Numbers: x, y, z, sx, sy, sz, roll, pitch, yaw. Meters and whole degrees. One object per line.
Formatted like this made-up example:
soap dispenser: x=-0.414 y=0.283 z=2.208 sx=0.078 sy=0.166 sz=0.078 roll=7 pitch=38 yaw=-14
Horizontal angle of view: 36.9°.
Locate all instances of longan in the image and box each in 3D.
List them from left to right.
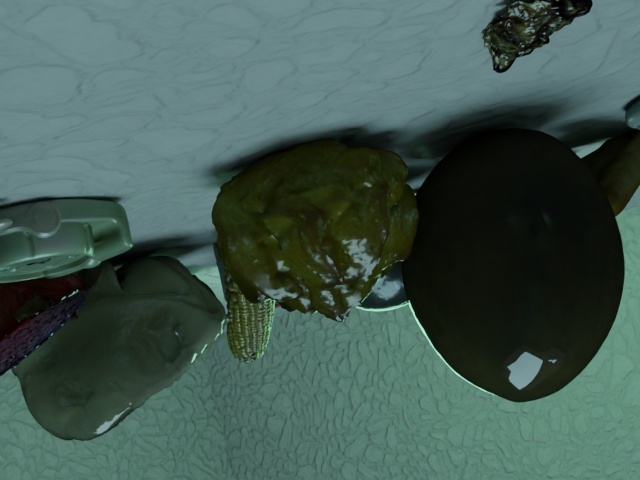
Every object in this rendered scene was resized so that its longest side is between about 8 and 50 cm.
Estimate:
longan: x=0.236 y=0.025 z=1.176 sx=0.288 sy=0.350 sz=0.288 roll=0 pitch=139 yaw=0

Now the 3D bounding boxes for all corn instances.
corn: x=-0.110 y=0.078 z=1.478 sx=0.086 sy=0.086 sz=0.288 roll=-11 pitch=136 yaw=-18

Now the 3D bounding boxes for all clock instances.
clock: x=-0.315 y=0.003 z=1.044 sx=0.151 sy=0.062 sz=0.191 roll=-19 pitch=170 yaw=33

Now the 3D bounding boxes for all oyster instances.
oyster: x=0.176 y=-0.171 z=0.777 sx=0.086 sy=0.029 sz=0.132 roll=-15 pitch=171 yaw=7

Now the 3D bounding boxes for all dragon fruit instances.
dragon fruit: x=-0.416 y=0.079 z=1.195 sx=0.218 sy=0.148 sz=0.224 roll=-40 pitch=176 yaw=8

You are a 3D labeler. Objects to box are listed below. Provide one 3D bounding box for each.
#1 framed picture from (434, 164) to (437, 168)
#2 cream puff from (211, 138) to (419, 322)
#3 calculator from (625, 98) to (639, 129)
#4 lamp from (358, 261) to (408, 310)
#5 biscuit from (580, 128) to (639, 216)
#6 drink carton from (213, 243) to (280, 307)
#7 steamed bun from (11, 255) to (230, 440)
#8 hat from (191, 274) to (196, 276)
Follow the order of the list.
framed picture: x=0.218 y=0.000 z=1.449 sx=0.019 sy=0.209 sz=0.281 roll=-5 pitch=178 yaw=21
cream puff: x=-0.005 y=-0.016 z=1.096 sx=0.244 sy=0.196 sz=0.244 roll=0 pitch=144 yaw=0
calculator: x=0.506 y=-0.193 z=1.190 sx=0.184 sy=0.042 sz=0.295 roll=-10 pitch=174 yaw=-25
lamp: x=0.026 y=0.001 z=1.345 sx=0.313 sy=0.182 sz=0.182 roll=10 pitch=161 yaw=-30
biscuit: x=0.375 y=-0.074 z=1.424 sx=0.236 sy=0.062 sz=0.290 roll=-22 pitch=-169 yaw=37
drink carton: x=-0.111 y=0.064 z=1.701 sx=0.130 sy=0.107 sz=0.315 roll=-14 pitch=172 yaw=-6
steamed bun: x=-0.321 y=0.131 z=1.454 sx=0.324 sy=0.219 sz=0.309 roll=-37 pitch=-167 yaw=-12
hat: x=-0.305 y=0.128 z=1.797 sx=0.173 sy=0.144 sz=0.166 roll=-38 pitch=166 yaw=8
